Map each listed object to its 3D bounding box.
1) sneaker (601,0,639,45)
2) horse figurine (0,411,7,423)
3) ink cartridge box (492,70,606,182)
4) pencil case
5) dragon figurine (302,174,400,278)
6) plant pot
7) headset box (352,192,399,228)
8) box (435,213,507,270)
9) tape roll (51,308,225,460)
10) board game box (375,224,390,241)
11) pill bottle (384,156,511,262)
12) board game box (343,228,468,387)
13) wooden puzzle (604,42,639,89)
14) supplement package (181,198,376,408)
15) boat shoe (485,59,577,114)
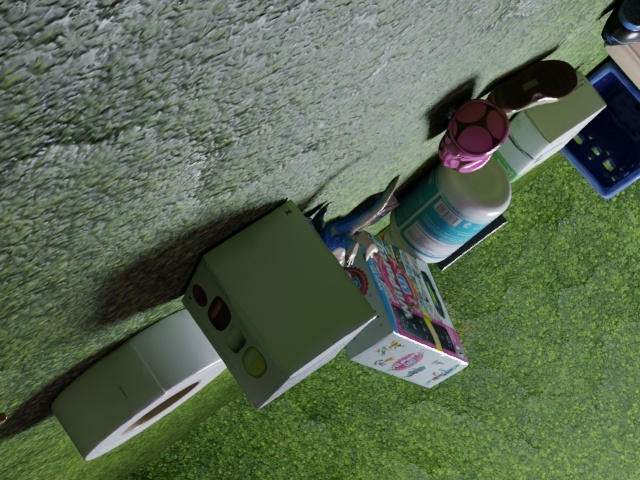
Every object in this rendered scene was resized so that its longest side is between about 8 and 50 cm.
[{"bbox_3d":[0.549,-0.382,1.715,0.232,0.081,0.090,-26,172,-19],"label":"sneaker"},{"bbox_3d":[-0.498,0.309,1.351,0.174,0.066,0.263,-45,172,18],"label":"horse figurine"},{"bbox_3d":[0.445,-0.223,2.128,0.160,0.092,0.219,-34,172,-18],"label":"ink cartridge box"},{"bbox_3d":[0.223,-0.152,1.607,0.098,0.095,0.209,-50,174,-1],"label":"pencil case"},{"bbox_3d":[0.000,0.000,1.567,0.085,0.144,0.289,-24,146,-51],"label":"dragon figurine"},{"bbox_3d":[0.659,-0.267,2.316,0.212,0.236,0.236,-36,174,-47],"label":"plant pot"},{"bbox_3d":[0.093,-0.053,1.851,0.062,0.032,0.083,-39,173,24],"label":"headset box"},{"bbox_3d":[0.311,-0.035,2.467,0.184,0.103,0.261,-40,-176,4],"label":"box"},{"bbox_3d":[-0.272,0.220,1.661,0.286,0.100,0.286,-34,172,-5],"label":"tape roll"},{"bbox_3d":[0.176,-0.020,2.361,0.181,0.043,0.092,-39,172,24],"label":"board game box"},{"bbox_3d":[0.227,-0.053,2.015,0.146,0.146,0.264,-29,170,-41],"label":"pill bottle"},{"bbox_3d":[0.123,0.118,1.872,0.097,0.224,0.303,-33,150,21],"label":"board game box"},{"bbox_3d":[0.681,-0.370,1.990,0.238,0.221,0.044,-37,-149,24],"label":"wooden puzzle"},{"bbox_3d":[-0.063,0.091,1.435,0.149,0.194,0.203,-33,171,-24],"label":"supplement package"},{"bbox_3d":[0.323,-0.236,1.680,0.190,0.068,0.072,-18,176,-34],"label":"boat shoe"}]
